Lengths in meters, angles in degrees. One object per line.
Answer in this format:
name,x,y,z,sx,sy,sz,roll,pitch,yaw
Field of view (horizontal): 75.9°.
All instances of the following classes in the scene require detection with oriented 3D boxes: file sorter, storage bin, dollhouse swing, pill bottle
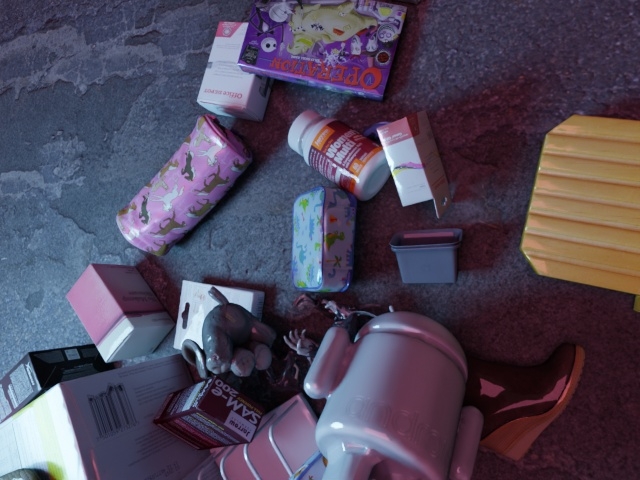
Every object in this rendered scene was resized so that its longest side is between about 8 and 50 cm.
file sorter,-0.122,0.492,0.847,0.278,0.173,0.192,-37,80,15
storage bin,0.215,0.032,0.819,0.135,0.098,0.090,-3,110,23
dollhouse swing,0.521,-0.061,0.593,0.305,0.315,0.346,13,90,4
pill bottle,0.040,-0.191,0.898,0.221,0.121,0.121,38,99,23

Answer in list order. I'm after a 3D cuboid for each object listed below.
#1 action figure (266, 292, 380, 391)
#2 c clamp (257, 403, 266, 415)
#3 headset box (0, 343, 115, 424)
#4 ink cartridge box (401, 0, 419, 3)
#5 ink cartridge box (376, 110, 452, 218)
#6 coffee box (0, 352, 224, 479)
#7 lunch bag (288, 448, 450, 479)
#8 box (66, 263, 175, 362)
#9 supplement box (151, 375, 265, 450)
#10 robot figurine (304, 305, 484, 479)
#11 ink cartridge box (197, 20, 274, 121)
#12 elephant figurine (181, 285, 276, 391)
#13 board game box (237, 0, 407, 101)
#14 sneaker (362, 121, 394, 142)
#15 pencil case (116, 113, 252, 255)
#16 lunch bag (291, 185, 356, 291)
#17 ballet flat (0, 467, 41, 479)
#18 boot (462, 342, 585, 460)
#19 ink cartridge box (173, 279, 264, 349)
action figure,-0.010,0.196,0.854,0.141,0.164,0.276,42,112,-11
c clamp,-0.172,0.459,0.967,0.161,0.022,0.137,-17,77,21
headset box,-0.753,0.415,1.120,0.293,0.218,0.110,-40,70,14
ink cartridge box,0.151,-0.638,0.922,0.203,0.086,0.148,24,94,25
ink cartridge box,0.190,-0.143,0.805,0.067,0.115,0.198,-14,103,36
coffee box,-0.481,0.506,0.924,0.335,0.338,0.338,-34,72,17
lunch bag,0.086,0.449,0.704,0.243,0.304,0.114,43,129,20
box,-0.526,0.185,1.086,0.232,0.149,0.126,45,101,21
supplement box,-0.235,0.360,0.841,0.130,0.073,0.240,42,135,-17
robot figurine,0.123,0.259,0.664,0.300,0.353,0.199,32,137,0
ink cartridge box,-0.203,-0.429,1.049,0.159,0.092,0.217,17,89,24
elephant figurine,-0.215,0.249,0.886,0.239,0.170,0.185,-44,31,44
board game box,0.002,-0.457,0.938,0.347,0.056,0.207,15,94,8
sneaker,0.158,-0.222,0.888,0.145,0.053,0.059,6,88,25
pencil case,-0.348,-0.134,1.043,0.386,0.160,0.167,-45,36,14
lunch bag,0.000,0.000,0.877,0.176,0.090,0.218,-14,73,62
ballet flat,-0.614,0.479,0.768,0.250,0.058,0.084,-15,79,23
boot,0.317,0.246,0.740,0.207,0.090,0.248,33,101,21
ink cartridge box,-0.254,0.201,1.021,0.225,0.056,0.180,6,86,28
